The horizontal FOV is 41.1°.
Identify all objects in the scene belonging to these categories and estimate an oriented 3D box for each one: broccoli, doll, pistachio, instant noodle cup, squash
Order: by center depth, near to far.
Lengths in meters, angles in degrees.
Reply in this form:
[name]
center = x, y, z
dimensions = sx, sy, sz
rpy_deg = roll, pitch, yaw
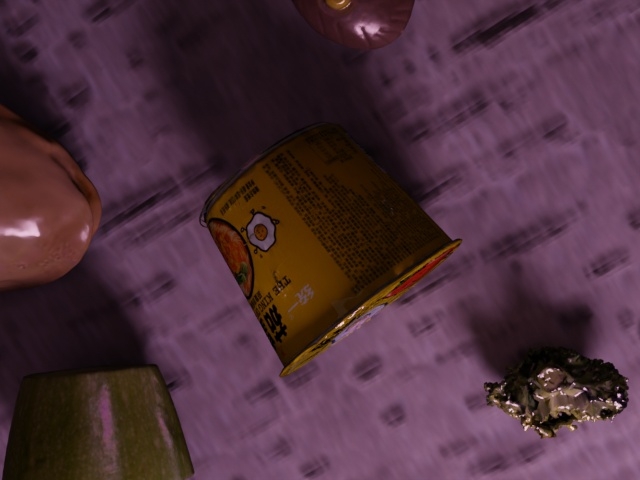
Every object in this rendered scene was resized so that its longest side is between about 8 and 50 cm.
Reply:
[doll]
center = 0.052, -0.239, 0.684
dimensions = 0.188, 0.096, 0.145
rpy_deg = -27, 100, 2
[instant noodle cup]
center = 0.000, 0.000, 0.690
dimensions = 0.182, 0.182, 0.144
rpy_deg = -39, 80, 13
[broccoli]
center = 0.197, 0.126, 0.709
dimensions = 0.097, 0.092, 0.095
rpy_deg = 41, 90, 20
[pistachio]
center = -0.331, -0.041, 0.749
dimensions = 0.260, 0.163, 0.213
rpy_deg = 34, 123, -9
[squash]
center = -0.198, 0.174, 0.754
dimensions = 0.170, 0.170, 0.123
rpy_deg = -6, 84, 11
